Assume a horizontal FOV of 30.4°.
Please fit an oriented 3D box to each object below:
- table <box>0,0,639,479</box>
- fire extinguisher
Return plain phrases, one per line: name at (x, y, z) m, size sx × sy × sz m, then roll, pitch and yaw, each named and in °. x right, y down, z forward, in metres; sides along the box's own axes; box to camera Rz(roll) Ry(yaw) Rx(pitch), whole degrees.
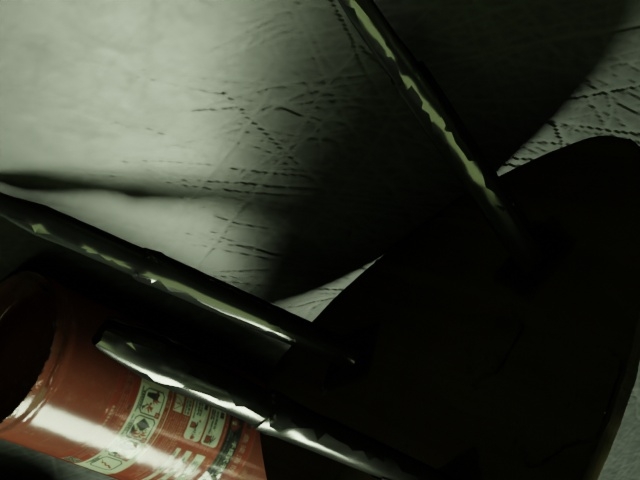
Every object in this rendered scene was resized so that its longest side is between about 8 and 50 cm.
table at (0.000, 0.000, 0.632) m, size 0.317 × 0.317 × 0.249 m, roll -37°, pitch 122°, yaw 26°
fire extinguisher at (-0.086, 0.147, 0.814) m, size 0.106 × 0.147 × 0.337 m, roll -34°, pitch 136°, yaw 26°
